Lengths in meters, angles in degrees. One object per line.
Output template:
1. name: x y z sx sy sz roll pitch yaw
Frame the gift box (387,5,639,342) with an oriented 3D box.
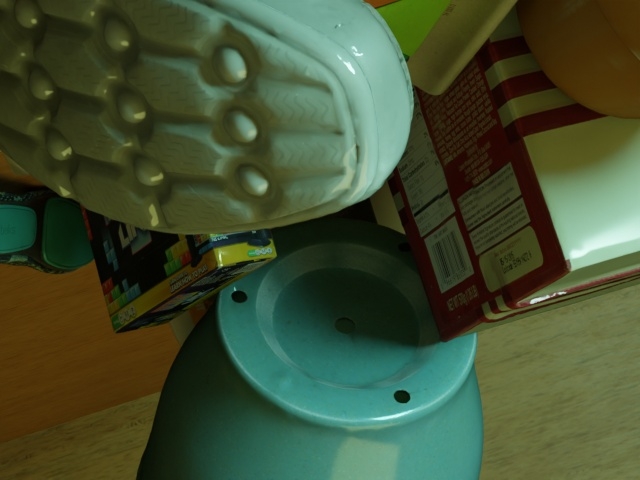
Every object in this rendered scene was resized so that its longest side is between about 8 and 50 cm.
1. gift box: 0.194 -0.067 0.916 0.258 0.276 0.255 -16 175 -17

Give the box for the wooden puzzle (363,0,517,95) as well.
1. wooden puzzle: -0.027 -0.114 0.726 0.239 0.044 0.221 1 166 -10

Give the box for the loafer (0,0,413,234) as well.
1. loafer: -0.092 -0.083 0.519 0.319 0.112 0.111 19 -141 35

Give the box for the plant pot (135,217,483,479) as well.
1. plant pot: 0.004 0.131 1.055 0.272 0.271 0.255 -14 143 -22

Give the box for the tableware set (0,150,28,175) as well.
1. tableware set: -0.159 -0.056 0.803 0.128 0.039 0.194 -4 -176 -38

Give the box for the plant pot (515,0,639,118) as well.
1. plant pot: 0.191 -0.143 0.697 0.205 0.205 0.188 -14 176 -20

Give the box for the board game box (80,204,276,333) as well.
1. board game box: -0.106 -0.027 0.958 0.048 0.141 0.170 -11 168 -34

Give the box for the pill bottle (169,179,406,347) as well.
1. pill bottle: 0.000 0.000 1.237 0.278 0.162 0.162 -19 170 3

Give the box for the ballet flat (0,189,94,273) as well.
1. ballet flat: -0.237 -0.011 1.095 0.070 0.070 0.188 -20 168 14
